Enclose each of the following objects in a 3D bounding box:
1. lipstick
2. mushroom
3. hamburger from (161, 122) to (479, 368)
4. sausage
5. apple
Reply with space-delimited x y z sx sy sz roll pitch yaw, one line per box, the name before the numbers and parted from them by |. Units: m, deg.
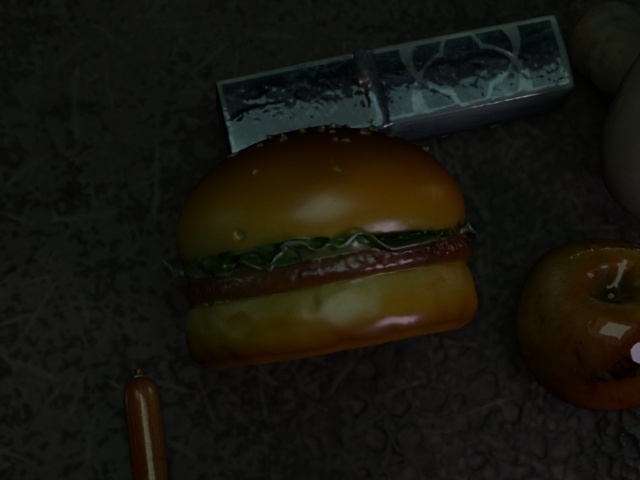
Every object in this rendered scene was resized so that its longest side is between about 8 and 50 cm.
lipstick | 0.061 -0.118 1.448 0.289 0.076 0.077 -12 76 -8
mushroom | 0.299 -0.123 1.402 0.206 0.206 0.209 -15 68 -6
hamburger | -0.001 0.000 1.335 0.246 0.246 0.170 -8 90 -4
sausage | -0.137 0.153 1.400 0.031 0.031 0.107 -8 76 -4
apple | 0.224 0.065 1.387 0.146 0.146 0.147 1 77 -3
